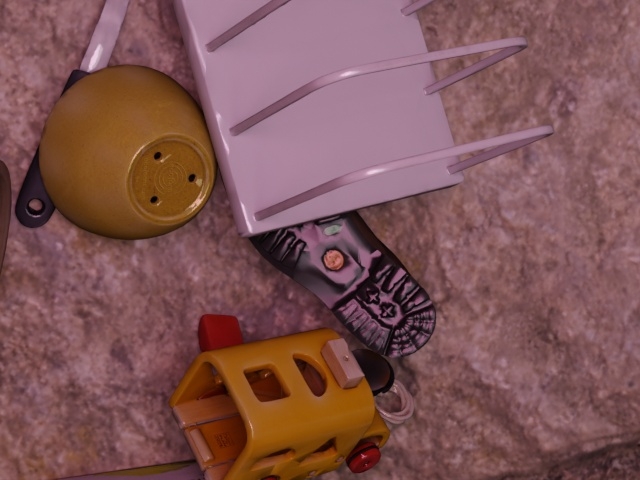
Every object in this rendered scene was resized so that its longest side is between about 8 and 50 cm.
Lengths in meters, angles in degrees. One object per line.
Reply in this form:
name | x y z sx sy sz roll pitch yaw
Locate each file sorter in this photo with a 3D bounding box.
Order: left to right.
file sorter | 0.022 -0.170 1.175 0.193 0.173 0.277 -14 86 -29

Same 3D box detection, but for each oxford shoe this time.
oxford shoe | 0.000 0.000 1.289 0.083 0.096 0.227 -38 86 2

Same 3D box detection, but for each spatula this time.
spatula | -0.167 -0.147 1.248 0.084 0.030 0.296 23 90 -16

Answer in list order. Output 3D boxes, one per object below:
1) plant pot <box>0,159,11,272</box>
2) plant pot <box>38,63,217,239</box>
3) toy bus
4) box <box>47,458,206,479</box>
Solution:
plant pot | -0.391 0.059 1.088 0.280 0.323 0.323 17 91 -1
plant pot | -0.129 -0.055 1.218 0.134 0.095 0.134 -9 110 -25
toy bus | -0.007 0.118 1.239 0.191 0.202 0.104 27 133 -7
box | -0.115 0.322 1.283 0.169 0.087 0.290 -8 98 -15
